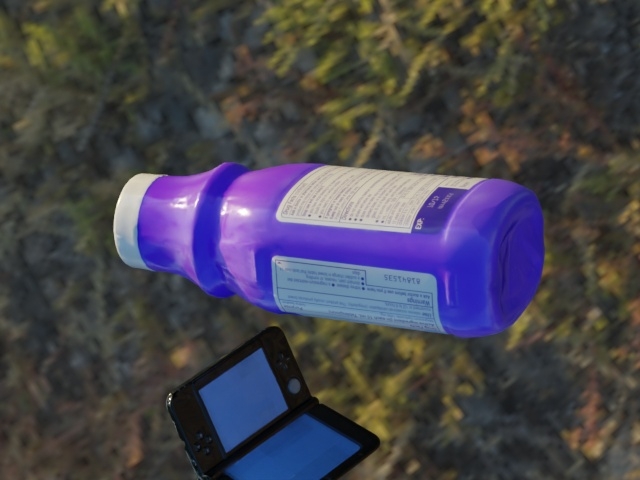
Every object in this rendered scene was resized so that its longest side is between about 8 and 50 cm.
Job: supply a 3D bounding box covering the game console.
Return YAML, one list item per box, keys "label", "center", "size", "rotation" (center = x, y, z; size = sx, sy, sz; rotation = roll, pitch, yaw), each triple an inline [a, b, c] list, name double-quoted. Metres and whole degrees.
- label: "game console"
  center: [-0.033, 0.130, 1.389]
  size: [0.071, 0.122, 0.107]
  rotation: [-10, 107, 48]

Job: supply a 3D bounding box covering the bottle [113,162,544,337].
- label: "bottle"
  center: [0.000, 0.000, 1.262]
  size: [0.282, 0.118, 0.092]
  rotation: [6, 112, 24]
